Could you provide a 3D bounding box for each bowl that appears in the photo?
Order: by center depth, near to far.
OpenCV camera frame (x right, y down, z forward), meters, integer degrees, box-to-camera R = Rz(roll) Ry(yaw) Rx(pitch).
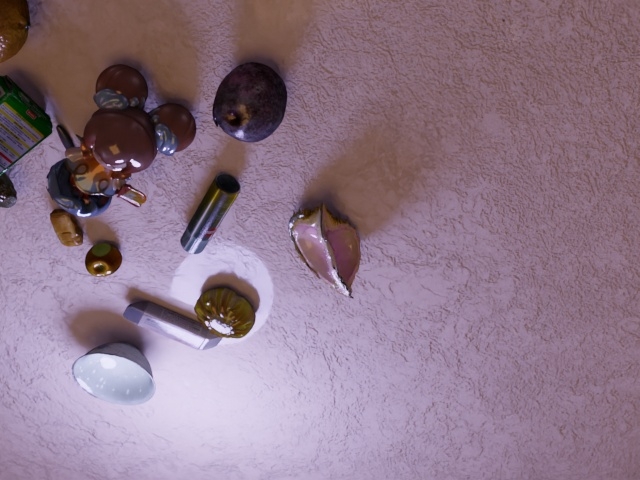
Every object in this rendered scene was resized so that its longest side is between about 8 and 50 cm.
[{"bbox_3d":[-0.749,0.467,2.351,0.313,0.146,0.313,4,133,5],"label":"bowl"}]

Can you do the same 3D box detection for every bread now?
[{"bbox_3d":[-0.797,-0.040,1.976,0.074,0.053,0.132,0,129,9],"label":"bread"},{"bbox_3d":[-0.327,0.255,2.126,0.213,0.105,0.213,6,134,6],"label":"bread"}]

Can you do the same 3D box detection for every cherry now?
[{"bbox_3d":[-0.171,-0.332,1.531,0.195,0.195,0.195,5,131,5],"label":"cherry"}]

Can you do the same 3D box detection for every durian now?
[{"bbox_3d":[-0.004,0.009,1.833,0.195,0.185,0.305,-2,129,36],"label":"durian"}]

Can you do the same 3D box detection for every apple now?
[{"bbox_3d":[-0.697,0.067,2.021,0.114,0.102,0.099,9,130,0],"label":"apple"}]

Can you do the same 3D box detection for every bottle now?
[{"bbox_3d":[-0.328,-0.073,1.851,0.082,0.082,0.286,27,130,-14],"label":"bottle"}]

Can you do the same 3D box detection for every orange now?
[{"bbox_3d":[-0.796,-0.525,1.427,0.264,0.264,0.264,5,131,5],"label":"orange"}]

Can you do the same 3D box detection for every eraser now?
[{"bbox_3d":[-0.519,0.304,2.227,0.352,0.061,0.089,27,131,-13],"label":"eraser"}]

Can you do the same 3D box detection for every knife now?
[{"bbox_3d":[-0.697,-0.230,1.821,0.035,0.018,0.247,-8,132,12],"label":"knife"}]

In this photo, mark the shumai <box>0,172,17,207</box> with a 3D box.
[{"bbox_3d":[-0.983,-0.216,1.819,0.222,0.204,0.272,16,168,5],"label":"shumai"}]

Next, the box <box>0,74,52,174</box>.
[{"bbox_3d":[-0.851,-0.288,1.642,0.250,0.103,0.180,-39,141,-3],"label":"box"}]

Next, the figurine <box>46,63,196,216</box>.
[{"bbox_3d":[-0.536,-0.240,1.661,0.276,0.248,0.388,35,137,-23],"label":"figurine"}]
